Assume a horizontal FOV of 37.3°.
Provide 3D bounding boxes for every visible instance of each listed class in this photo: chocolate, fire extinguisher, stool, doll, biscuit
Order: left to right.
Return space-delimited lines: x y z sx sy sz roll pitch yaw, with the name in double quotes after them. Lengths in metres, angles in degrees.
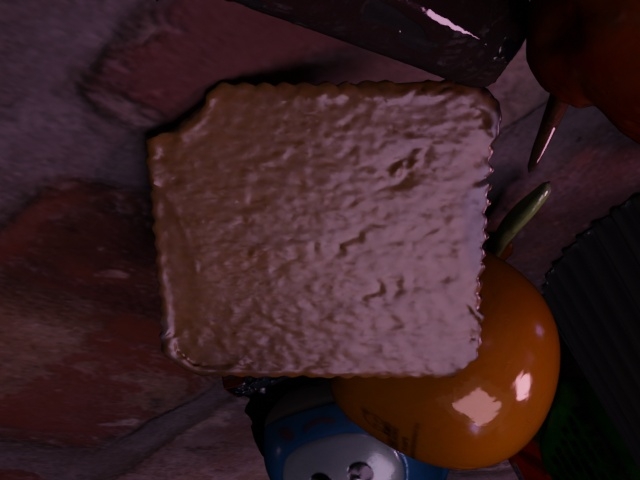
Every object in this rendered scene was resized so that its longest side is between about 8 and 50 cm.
0.000 0.000 0.661 0.237 0.013 0.232 0 117 0 "biscuit"
0.004 -0.139 0.508 0.268 0.089 0.072 11 164 -39 "fire extinguisher"
0.123 0.077 0.829 0.236 0.213 0.213 -54 157 -22 "doll"
0.397 0.339 1.177 0.161 0.360 0.341 -23 163 -12 "chocolate"
0.417 0.135 0.917 0.297 0.330 0.297 -13 147 -9 "stool"

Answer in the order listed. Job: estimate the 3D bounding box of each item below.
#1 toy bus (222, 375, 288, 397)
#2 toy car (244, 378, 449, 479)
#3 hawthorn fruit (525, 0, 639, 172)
-0.044 0.116 0.920 0.110 0.043 0.031 -25 144 13 "toy bus"
0.044 0.236 0.997 0.189 0.190 0.255 -17 151 10 "toy car"
0.217 -0.130 0.523 0.262 0.210 0.210 -28 147 16 "hawthorn fruit"
